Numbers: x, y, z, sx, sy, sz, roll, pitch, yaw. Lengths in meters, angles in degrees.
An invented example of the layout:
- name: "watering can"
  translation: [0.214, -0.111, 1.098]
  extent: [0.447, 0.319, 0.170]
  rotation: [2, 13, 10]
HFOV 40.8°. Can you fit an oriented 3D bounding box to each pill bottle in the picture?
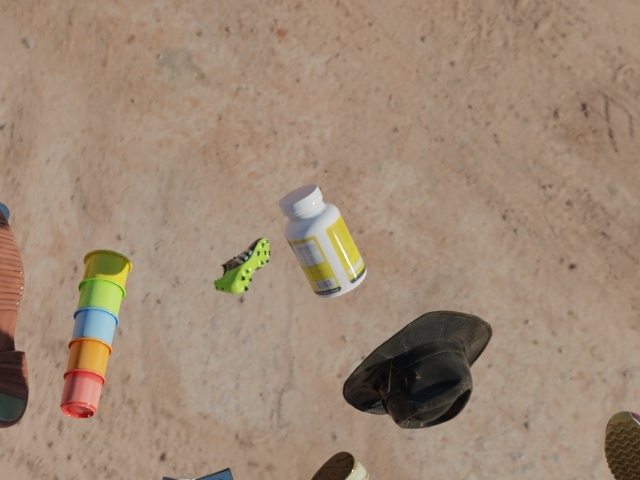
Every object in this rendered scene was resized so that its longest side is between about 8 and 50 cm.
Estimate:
- name: "pill bottle"
  translation: [0.000, 0.000, 1.484]
  extent: [0.103, 0.103, 0.184]
  rotation: [-39, 113, -33]

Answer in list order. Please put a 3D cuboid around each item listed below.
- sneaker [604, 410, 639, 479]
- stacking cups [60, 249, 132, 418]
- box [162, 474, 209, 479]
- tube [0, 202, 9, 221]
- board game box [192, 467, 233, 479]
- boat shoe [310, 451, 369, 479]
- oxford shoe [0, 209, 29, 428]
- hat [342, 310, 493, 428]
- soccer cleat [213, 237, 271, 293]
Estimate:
- name: "sneaker"
  translation: [0.382, 0.259, 0.959]
  extent: [0.084, 0.070, 0.185]
  rotation: [-36, 97, -46]
- name: "stacking cups"
  translation: [-0.422, 0.173, 1.592]
  extent: [0.096, 0.096, 0.316]
  rotation: [17, 55, -20]
- name: "box"
  translation: [-0.261, 0.530, 1.665]
  extent: [0.038, 0.186, 0.145]
  rotation: [8, 79, 20]
- name: "tube"
  translation: [-0.673, -0.009, 1.751]
  extent: [0.080, 0.207, 0.052]
  rotation: [-12, 70, -32]
- name: "board game box"
  translation: [-0.240, 0.476, 1.170]
  extent: [0.317, 0.064, 0.242]
  rotation: [-12, 65, -20]
- name: "boat shoe"
  translation: [-0.013, 0.585, 1.863]
  extent: [0.285, 0.104, 0.089]
  rotation: [-41, 126, -1]
- name: "oxford shoe"
  translation: [-0.587, 0.120, 1.428]
  extent: [0.140, 0.147, 0.396]
  rotation: [31, 48, -62]
- name: "hat"
  translation: [0.215, 0.289, 1.710]
  extent: [0.332, 0.331, 0.134]
  rotation: [1, 44, -27]
- name: "soccer cleat"
  translation: [-0.154, 0.045, 1.710]
  extent: [0.179, 0.072, 0.060]
  rotation: [-57, 143, -54]
